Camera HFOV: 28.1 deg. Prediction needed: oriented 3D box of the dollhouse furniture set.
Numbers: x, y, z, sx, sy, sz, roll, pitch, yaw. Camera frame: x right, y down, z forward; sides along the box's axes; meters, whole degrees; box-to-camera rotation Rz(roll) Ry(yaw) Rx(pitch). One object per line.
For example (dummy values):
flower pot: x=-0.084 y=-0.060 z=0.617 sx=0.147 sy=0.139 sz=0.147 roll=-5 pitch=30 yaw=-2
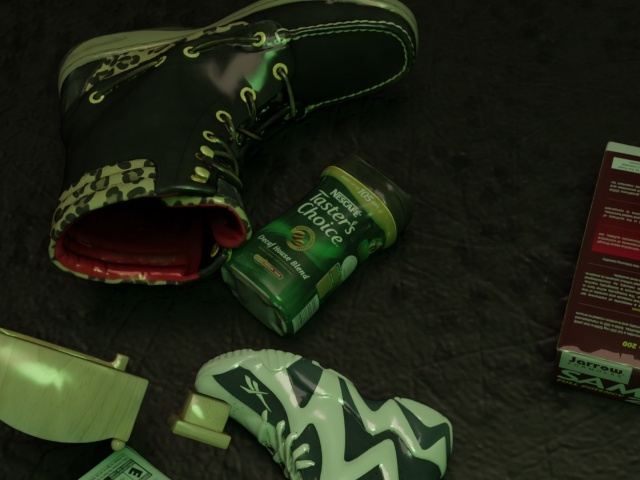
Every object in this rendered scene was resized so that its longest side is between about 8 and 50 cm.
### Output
dollhouse furniture set: x=-0.287 y=0.156 z=1.119 sx=0.355 sy=0.303 sz=0.174 roll=20 pitch=87 yaw=-12

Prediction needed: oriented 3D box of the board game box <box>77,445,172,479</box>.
board game box: x=-0.117 y=0.323 z=0.973 sx=0.303 sy=0.097 sz=0.224 roll=32 pitch=42 yaw=22

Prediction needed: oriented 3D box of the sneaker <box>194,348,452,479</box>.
sneaker: x=-0.016 y=0.192 z=1.093 sx=0.235 sy=0.094 sz=0.153 roll=21 pitch=52 yaw=5

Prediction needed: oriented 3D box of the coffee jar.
coffee jar: x=0.000 y=0.000 z=1.225 sx=0.096 sy=0.079 sz=0.184 roll=38 pitch=67 yaw=25

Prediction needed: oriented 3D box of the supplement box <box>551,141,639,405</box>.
supplement box: x=0.304 y=0.032 z=1.187 sx=0.130 sy=0.073 sz=0.239 roll=13 pitch=59 yaw=13

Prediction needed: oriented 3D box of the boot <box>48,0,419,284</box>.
boot: x=-0.084 y=-0.103 z=1.227 sx=0.377 sy=0.138 sz=0.284 roll=-6 pitch=42 yaw=4
